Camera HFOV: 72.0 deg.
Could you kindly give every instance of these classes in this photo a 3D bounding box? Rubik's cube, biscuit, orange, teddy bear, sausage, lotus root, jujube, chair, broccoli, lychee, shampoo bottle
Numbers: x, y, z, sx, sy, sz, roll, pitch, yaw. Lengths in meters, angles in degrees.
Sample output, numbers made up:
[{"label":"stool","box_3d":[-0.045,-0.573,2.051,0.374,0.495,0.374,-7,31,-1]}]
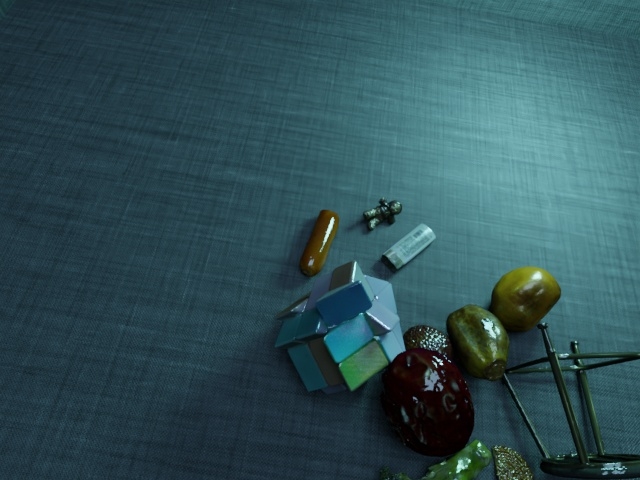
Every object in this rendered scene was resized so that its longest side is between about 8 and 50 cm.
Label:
[{"label":"Rubik's cube","box_3d":[0.072,0.288,1.394,0.368,0.358,0.388,20,52,-45]},{"label":"biscuit","box_3d":[0.609,0.751,1.375,0.125,0.025,0.206,1,63,-6]},{"label":"orange","box_3d":[0.721,0.196,1.573,0.248,0.249,0.183,-30,54,-20]},{"label":"teddy bear","box_3d":[0.246,-0.110,1.760,0.160,0.078,0.120,-25,110,-4]},{"label":"sausage","box_3d":[0.000,0.000,1.669,0.089,0.083,0.300,12,60,14]},{"label":"lotus root","box_3d":[0.522,0.330,1.442,0.193,0.193,0.291,10,23,-1]},{"label":"jujube","box_3d":[0.310,0.475,1.280,0.258,0.377,0.259,-13,46,13]},{"label":"chair","box_3d":[0.791,0.491,1.360,0.361,0.365,0.411,0,67,-7]},{"label":"broccoli","box_3d":[0.367,0.737,1.278,0.361,0.221,0.252,-13,29,-13]},{"label":"lychee","box_3d":[0.348,0.372,1.458,0.194,0.194,0.195,3,62,-5]},{"label":"shampoo bottle","box_3d":[0.343,0.026,1.708,0.227,0.056,0.086,-37,74,-22]}]
